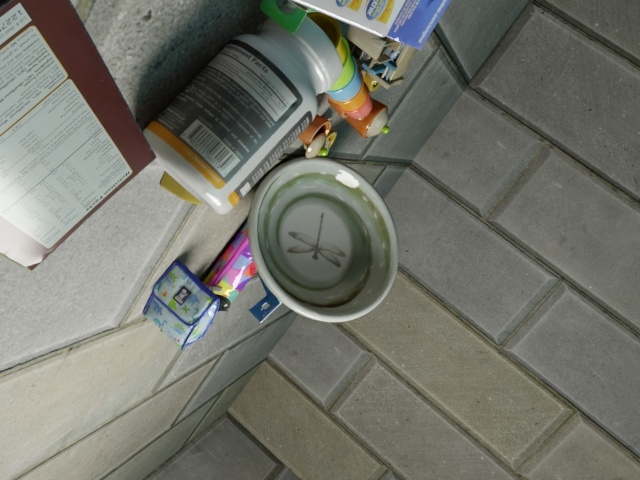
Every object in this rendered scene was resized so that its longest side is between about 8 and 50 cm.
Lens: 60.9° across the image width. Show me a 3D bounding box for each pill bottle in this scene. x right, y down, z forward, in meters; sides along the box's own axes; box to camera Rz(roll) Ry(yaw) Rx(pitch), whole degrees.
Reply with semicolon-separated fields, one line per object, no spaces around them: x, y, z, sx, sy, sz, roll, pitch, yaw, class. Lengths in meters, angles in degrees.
-0.106;-0.186;0.777;0.278;0.162;0.162;-49;168;-9;pill bottle

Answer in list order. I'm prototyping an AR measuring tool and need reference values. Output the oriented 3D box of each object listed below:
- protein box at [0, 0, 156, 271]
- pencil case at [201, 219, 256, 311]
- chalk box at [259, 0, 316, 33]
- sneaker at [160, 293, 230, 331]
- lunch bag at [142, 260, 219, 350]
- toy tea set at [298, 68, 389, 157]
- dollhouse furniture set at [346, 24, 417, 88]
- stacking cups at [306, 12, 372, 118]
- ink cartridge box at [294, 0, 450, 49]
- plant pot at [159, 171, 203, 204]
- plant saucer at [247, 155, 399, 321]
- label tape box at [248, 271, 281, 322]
-0.249;-0.115;0.361;0.136;0.200;0.201;-47;168;-16;protein box
-0.203;0.058;1.341;0.236;0.104;0.104;-53;168;5;pencil case
-0.006;-0.368;0.671;0.132;0.132;0.213;-35;162;-52;chalk box
-0.295;0.171;1.265;0.051;0.170;0.089;65;34;-42;sneaker
-0.291;0.136;1.162;0.151;0.129;0.096;-56;168;28;lunch bag
0.071;-0.275;1.267;0.336;0.124;0.200;-44;167;-28;toy tea set
0.094;-0.375;1.044;0.184;0.129;0.129;-34;160;-44;dollhouse furniture set
0.028;-0.306;1.023;0.096;0.096;0.316;-52;164;4;stacking cups
0.014;-0.332;0.542;0.185;0.311;0.065;-59;-153;35;ink cartridge box
-0.195;-0.104;0.894;0.081;0.083;0.081;-57;168;28;plant pot
0.000;0.000;1.299;0.400;0.400;0.101;-43;-171;-32;plant saucer
-0.097;0.048;1.491;0.347;0.115;0.249;-47;-171;-9;label tape box
